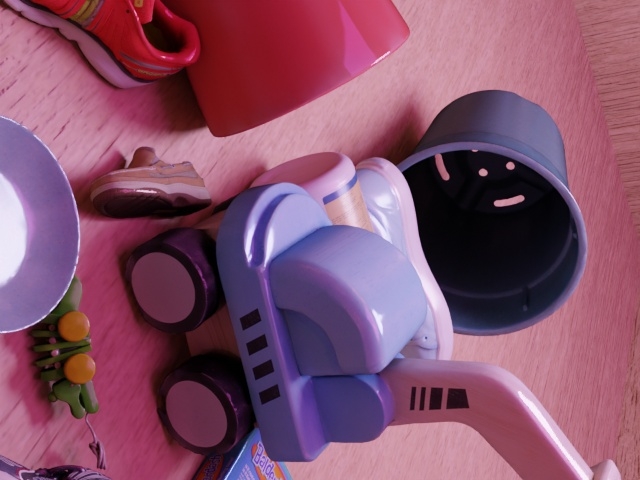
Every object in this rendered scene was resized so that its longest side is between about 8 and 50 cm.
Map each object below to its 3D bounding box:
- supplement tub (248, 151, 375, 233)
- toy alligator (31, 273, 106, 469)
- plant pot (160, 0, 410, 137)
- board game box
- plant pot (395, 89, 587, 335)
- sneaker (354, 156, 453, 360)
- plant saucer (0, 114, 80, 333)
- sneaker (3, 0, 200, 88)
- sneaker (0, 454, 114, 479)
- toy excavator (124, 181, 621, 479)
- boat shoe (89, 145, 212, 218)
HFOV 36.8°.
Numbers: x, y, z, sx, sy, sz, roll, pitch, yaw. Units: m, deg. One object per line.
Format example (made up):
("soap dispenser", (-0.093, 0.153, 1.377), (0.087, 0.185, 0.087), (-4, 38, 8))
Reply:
("supplement tub", (0.000, 0.000, 1.255), (0.144, 0.144, 0.200), (-48, 126, -53))
("toy alligator", (-0.240, 0.127, 0.904), (0.051, 0.056, 0.190), (-8, 91, -21))
("plant pot", (-0.068, -0.287, 1.112), (0.243, 0.275, 0.275), (61, 35, -16))
("board game box", (-0.098, 0.332, 1.108), (0.210, 0.047, 0.160), (-56, 130, -49))
("plant pot", (0.271, -0.073, 1.598), (0.334, 0.341, 0.341), (-63, 137, -57))
("sneaker", (0.082, 0.070, 1.431), (0.150, 0.135, 0.366), (-34, 111, -39))
("plant saucer", (-0.295, -0.014, 0.842), (0.195, 0.037, 0.195), (21, 65, -56))
("sneaker", (-0.218, -0.255, 0.950), (0.279, 0.118, 0.107), (36, 53, -52))
("sneaker", (-0.238, 0.238, 0.824), (0.299, 0.120, 0.112), (63, 17, -55))
("toy excavator", (0.063, 0.139, 1.030), (0.222, 0.445, 0.433), (-32, 112, -57))
("boat shoe", (-0.188, -0.065, 1.032), (0.190, 0.068, 0.072), (2, 70, -70))
